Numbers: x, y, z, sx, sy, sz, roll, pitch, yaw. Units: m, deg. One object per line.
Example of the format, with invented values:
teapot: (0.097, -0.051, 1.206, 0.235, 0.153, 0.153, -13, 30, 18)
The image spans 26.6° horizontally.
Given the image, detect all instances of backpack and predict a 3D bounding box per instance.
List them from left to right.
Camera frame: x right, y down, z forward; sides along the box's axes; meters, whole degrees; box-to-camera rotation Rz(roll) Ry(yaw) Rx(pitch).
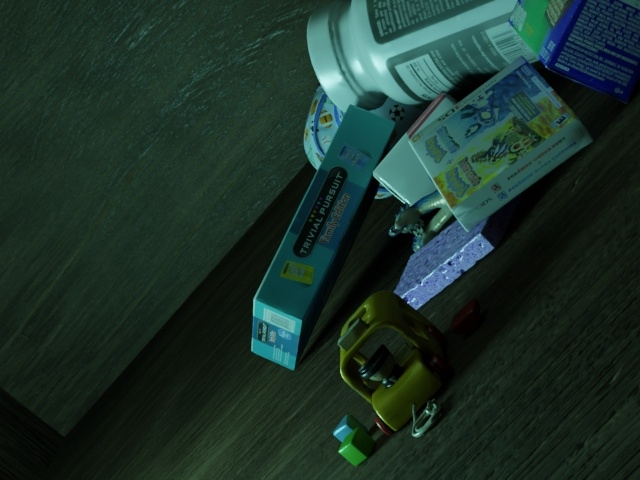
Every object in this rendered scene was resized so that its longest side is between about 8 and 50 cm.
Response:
backpack: (0.105, -0.208, 2.310, 0.213, 0.276, 0.263, 156, 139, -85)

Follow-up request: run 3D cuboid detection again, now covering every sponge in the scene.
sponge: (0.165, 0.016, 1.707, 0.210, 0.031, 0.117, -41, 12, 44)

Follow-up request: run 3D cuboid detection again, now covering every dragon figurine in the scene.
dragon figurine: (0.201, -0.100, 1.839, 0.289, 0.085, 0.144, -54, 10, -18)

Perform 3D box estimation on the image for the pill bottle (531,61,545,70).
pill bottle: (0.357, -0.406, 2.130, 0.265, 0.153, 0.153, -54, 9, -25)

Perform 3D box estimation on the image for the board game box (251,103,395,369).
board game box: (0.000, 0.000, 2.026, 0.254, 0.079, 0.336, 101, -167, -68)

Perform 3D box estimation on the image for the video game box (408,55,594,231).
video game box: (0.217, -0.124, 1.673, 0.187, 0.048, 0.205, -39, 30, 9)

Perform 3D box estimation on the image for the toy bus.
toy bus: (0.070, 0.128, 1.463, 0.191, 0.104, 0.202, -56, 10, -33)

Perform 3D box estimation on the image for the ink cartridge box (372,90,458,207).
ink cartridge box: (0.163, -0.124, 1.993, 0.158, 0.092, 0.218, -49, -3, 4)

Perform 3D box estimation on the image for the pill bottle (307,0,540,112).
pill bottle: (0.175, -0.319, 1.959, 0.362, 0.210, 0.210, -17, 25, 29)

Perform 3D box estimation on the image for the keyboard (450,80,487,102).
keyboard: (0.260, -0.364, 2.182, 0.201, 0.033, 0.317, -18, -57, -54)

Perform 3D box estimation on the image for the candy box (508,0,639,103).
candy box: (0.364, -0.360, 1.636, 0.268, 0.122, 0.317, -98, 31, -69)
